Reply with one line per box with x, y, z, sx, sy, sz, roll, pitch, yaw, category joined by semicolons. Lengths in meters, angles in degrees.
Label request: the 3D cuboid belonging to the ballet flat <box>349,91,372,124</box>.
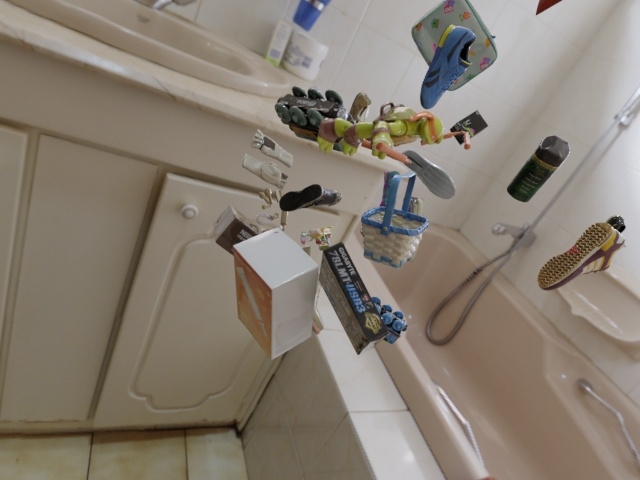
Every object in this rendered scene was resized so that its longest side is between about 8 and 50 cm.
0.127;-0.438;1.517;0.067;0.206;0.073;43;51;12;ballet flat

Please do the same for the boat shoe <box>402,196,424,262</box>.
0.372;-0.051;1.766;0.092;0.285;0.103;11;-6;-7;boat shoe

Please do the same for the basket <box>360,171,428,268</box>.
0.242;-0.073;1.339;0.201;0.289;0.254;21;18;21;basket

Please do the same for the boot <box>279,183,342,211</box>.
-0.041;-0.171;1.789;0.178;0.236;0.085;4;73;-53;boot

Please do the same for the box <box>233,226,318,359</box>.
-0.145;0.170;1.319;0.168;0.345;0.215;-25;49;-31;box

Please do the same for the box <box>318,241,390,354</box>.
0.090;0.190;1.280;0.073;0.293;0.296;-24;70;-10;box

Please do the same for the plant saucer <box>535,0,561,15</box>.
0.761;-0.764;1.150;0.048;0.258;0.259;51;-15;-15;plant saucer

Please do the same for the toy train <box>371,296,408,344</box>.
0.207;0.271;1.427;0.184;0.105;0.080;32;27;-7;toy train

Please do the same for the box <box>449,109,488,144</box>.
0.448;-0.341;1.259;0.062;0.083;0.052;57;-10;3;box

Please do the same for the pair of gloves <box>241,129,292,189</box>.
-0.206;-0.328;1.699;0.204;0.042;0.240;32;45;-23;pair of gloves

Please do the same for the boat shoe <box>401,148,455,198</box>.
0.492;-0.309;1.886;0.302;0.109;0.094;43;24;-3;boat shoe

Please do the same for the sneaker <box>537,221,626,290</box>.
0.553;0.052;0.879;0.084;0.185;0.069;34;24;-18;sneaker

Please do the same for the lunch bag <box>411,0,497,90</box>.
0.463;-0.676;1.429;0.279;0.224;0.108;48;25;-19;lunch bag

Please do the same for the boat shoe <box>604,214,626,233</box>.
0.827;-0.016;1.201;0.048;0.133;0.042;5;52;2;boat shoe

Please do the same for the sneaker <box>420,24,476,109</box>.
0.316;-0.417;1.037;0.069;0.209;0.082;-25;55;-40;sneaker

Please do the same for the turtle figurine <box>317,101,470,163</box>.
0.102;-0.174;0.665;0.217;0.087;0.269;8;22;40;turtle figurine

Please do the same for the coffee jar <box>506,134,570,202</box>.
0.600;-0.196;1.150;0.079;0.184;0.096;34;56;14;coffee jar

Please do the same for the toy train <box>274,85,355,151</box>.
-0.020;-0.421;1.455;0.334;0.142;0.190;26;-21;42;toy train

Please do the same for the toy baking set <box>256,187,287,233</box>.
-0.216;-0.119;1.870;0.196;0.030;0.256;23;62;-50;toy baking set

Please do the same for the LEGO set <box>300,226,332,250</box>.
0.000;0.000;1.885;0.132;0.107;0.287;-11;2;-14;LEGO set

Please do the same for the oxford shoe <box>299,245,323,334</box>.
-0.041;0.212;1.826;0.146;0.397;0.140;-19;4;-15;oxford shoe

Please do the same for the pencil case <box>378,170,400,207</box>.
0.277;-0.202;1.677;0.070;0.152;0.064;8;-2;-34;pencil case

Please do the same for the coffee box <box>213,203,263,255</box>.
-0.311;-0.024;1.614;0.168;0.119;0.297;40;1;-22;coffee box
